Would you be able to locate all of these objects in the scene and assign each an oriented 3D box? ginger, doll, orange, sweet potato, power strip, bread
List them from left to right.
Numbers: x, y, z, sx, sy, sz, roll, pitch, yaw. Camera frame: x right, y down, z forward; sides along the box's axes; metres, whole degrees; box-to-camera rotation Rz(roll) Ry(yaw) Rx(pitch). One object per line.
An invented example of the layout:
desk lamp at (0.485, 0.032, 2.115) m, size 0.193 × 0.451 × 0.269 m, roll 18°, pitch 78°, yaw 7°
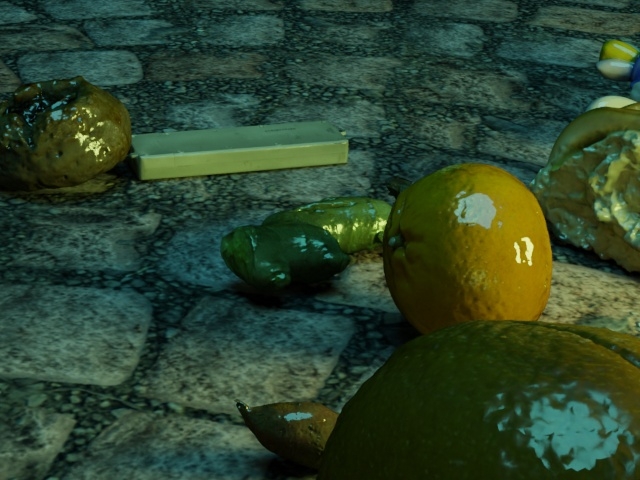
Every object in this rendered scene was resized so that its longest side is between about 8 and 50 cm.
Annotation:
bread at (-0.389, -0.162, 1.950) m, size 0.230 × 0.123 × 0.230 m, roll -7°, pitch 26°, yaw 3°
power strip at (-0.136, -0.141, 2.055) m, size 0.367 × 0.043 × 0.106 m, roll -6°, pitch 25°, yaw -19°
ginger at (-0.004, 0.002, 1.706) m, size 0.137 × 0.089 × 0.290 m, roll 3°, pitch 15°, yaw 34°
sweet potato at (0.024, 0.197, 1.301) m, size 0.226 × 0.068 × 0.068 m, roll 11°, pitch 22°, yaw -15°
orange at (0.166, 0.020, 1.515) m, size 0.193 × 0.219 × 0.219 m, roll 11°, pitch 24°, yaw -3°
orange at (0.157, 0.208, 0.988) m, size 0.322 × 0.322 × 0.357 m, roll -17°, pitch 22°, yaw -36°
bread at (0.477, -0.085, 1.794) m, size 0.270 × 0.211 × 0.316 m, roll -16°, pitch 33°, yaw -37°
doll at (0.620, -0.253, 2.206) m, size 0.376 × 0.187 × 0.365 m, roll 19°, pitch 31°, yaw -7°

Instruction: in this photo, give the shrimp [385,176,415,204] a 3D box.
shrimp at (0.153, -0.040, 1.815) m, size 0.143 × 0.052 × 0.251 m, roll 11°, pitch 10°, yaw -41°
